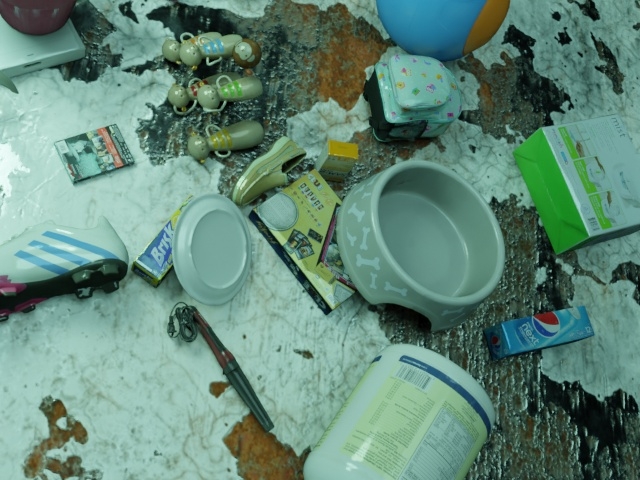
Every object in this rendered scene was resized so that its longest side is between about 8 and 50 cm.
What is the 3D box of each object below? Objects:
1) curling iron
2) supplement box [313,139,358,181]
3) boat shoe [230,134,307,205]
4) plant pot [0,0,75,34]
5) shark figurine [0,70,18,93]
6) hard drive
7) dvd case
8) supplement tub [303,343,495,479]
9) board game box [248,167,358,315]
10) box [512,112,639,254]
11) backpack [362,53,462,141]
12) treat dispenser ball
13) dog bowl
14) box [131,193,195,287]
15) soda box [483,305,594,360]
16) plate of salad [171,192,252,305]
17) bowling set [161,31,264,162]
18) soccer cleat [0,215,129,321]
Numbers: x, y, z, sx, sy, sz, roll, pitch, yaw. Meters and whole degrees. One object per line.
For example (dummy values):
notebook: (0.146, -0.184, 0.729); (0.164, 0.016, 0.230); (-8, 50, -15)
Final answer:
curling iron: (-0.172, 0.222, 1.286); (0.068, 0.035, 0.274); (-38, 85, -23)
supplement box: (0.030, -0.156, 1.465); (0.062, 0.098, 0.036); (7, 65, -16)
boat shoe: (-0.094, -0.127, 1.419); (0.072, 0.068, 0.190); (32, 62, 13)
plant pot: (-0.506, -0.466, 1.301); (0.201, 0.180, 0.201); (7, 69, -18)
shark figurine: (-0.654, -0.350, 1.267); (0.278, 0.116, 0.166); (16, 108, 4)
hard drive: (-0.603, -0.453, 1.387); (0.203, 0.040, 0.307); (-24, 80, -26)
dvd case: (-0.414, -0.160, 1.357); (0.120, 0.013, 0.087); (-24, 79, -27)
supplement tub: (0.119, 0.361, 1.223); (0.235, 0.235, 0.325); (39, 63, -2)
board game box: (0.000, 0.000, 1.427); (0.165, 0.042, 0.243); (-35, 85, -27)
box: (0.596, -0.129, 1.640); (0.231, 0.127, 0.261); (-14, 75, -24)
backpack: (0.205, -0.302, 1.561); (0.189, 0.144, 0.165); (0, 65, -23)
treat dispenser ball: (0.261, -0.531, 1.583); (0.288, 0.288, 0.288); (7, 68, -17)
dog bowl: (0.208, -0.002, 1.436); (0.349, 0.102, 0.348); (13, 61, -23)
box: (-0.264, 0.000, 1.327); (0.059, 0.054, 0.169); (37, 63, -3)
soda box: (0.443, 0.186, 1.497); (0.210, 0.071, 0.067); (-9, 74, -22)
plate of salad: (-0.195, 0.016, 1.311); (0.200, 0.048, 0.199); (5, 84, -55)
bowling set: (-0.206, -0.317, 1.394); (0.154, 0.200, 0.287); (-19, 74, -23)
soccer cleat: (-0.487, 0.041, 1.213); (0.331, 0.116, 0.143); (-11, 58, -25)
